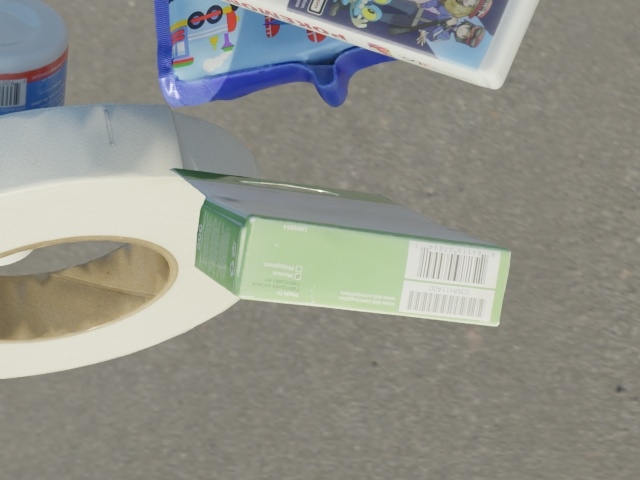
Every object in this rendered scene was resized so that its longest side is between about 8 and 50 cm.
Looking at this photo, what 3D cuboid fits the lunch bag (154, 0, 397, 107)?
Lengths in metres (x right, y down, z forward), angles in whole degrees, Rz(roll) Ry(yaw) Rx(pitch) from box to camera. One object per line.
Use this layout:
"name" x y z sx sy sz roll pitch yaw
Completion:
"lunch bag" -0.005 -0.215 1.050 0.221 0.138 0.293 -12 59 13

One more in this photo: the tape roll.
"tape roll" -0.228 0.013 1.270 0.392 0.392 0.072 -27 64 27

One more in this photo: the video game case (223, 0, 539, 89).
"video game case" 0.038 -0.187 0.694 0.183 0.023 0.201 21 82 21

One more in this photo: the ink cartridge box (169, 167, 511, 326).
"ink cartridge box" 0.000 0.000 0.991 0.235 0.171 0.056 -155 73 -70

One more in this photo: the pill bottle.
"pill bottle" -0.282 -0.091 1.279 0.124 0.124 0.221 43 137 33
